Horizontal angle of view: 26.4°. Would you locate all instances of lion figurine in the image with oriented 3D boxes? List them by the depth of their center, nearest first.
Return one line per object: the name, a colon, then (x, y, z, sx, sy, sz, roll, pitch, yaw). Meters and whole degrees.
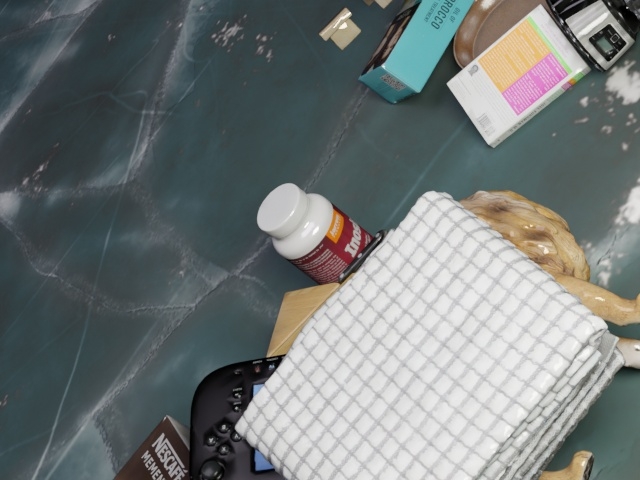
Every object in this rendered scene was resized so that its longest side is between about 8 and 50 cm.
lion figurine: (0.165, 0.129, 1.264, 0.240, 0.142, 0.392, 15, 62, 27)

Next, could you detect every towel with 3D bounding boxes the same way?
towel: (0.096, 0.127, 1.171, 0.283, 0.121, 0.235, -52, 51, 1)

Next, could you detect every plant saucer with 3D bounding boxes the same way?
plant saucer: (0.239, -0.266, 1.672, 0.168, 0.029, 0.168, -30, 40, 29)

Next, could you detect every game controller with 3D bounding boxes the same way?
game controller: (0.020, 0.181, 1.386, 0.319, 0.067, 0.166, -11, 62, 11)

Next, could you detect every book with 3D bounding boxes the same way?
book: (0.229, -0.190, 1.585, 0.144, 0.035, 0.096, -38, 66, 18)

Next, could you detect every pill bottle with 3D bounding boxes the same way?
pill bottle: (0.000, 0.000, 1.597, 0.086, 0.152, 0.086, -29, 41, 29)

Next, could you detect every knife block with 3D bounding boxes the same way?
knife block: (0.054, 0.117, 1.487, 0.242, 0.088, 0.275, -12, 50, 43)

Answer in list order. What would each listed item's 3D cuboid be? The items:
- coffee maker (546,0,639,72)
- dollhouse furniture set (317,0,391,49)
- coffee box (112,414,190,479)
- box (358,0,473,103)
coffee maker: (0.347, -0.291, 1.518, 0.178, 0.120, 0.171, -35, 15, 21)
dollhouse furniture set: (0.077, -0.436, 1.775, 0.355, 0.174, 0.303, -45, 10, 4)
coffee box: (-0.129, 0.344, 1.465, 0.168, 0.119, 0.297, -51, 35, 4)
box: (0.145, -0.297, 1.750, 0.244, 0.060, 0.100, -59, 13, -12)
